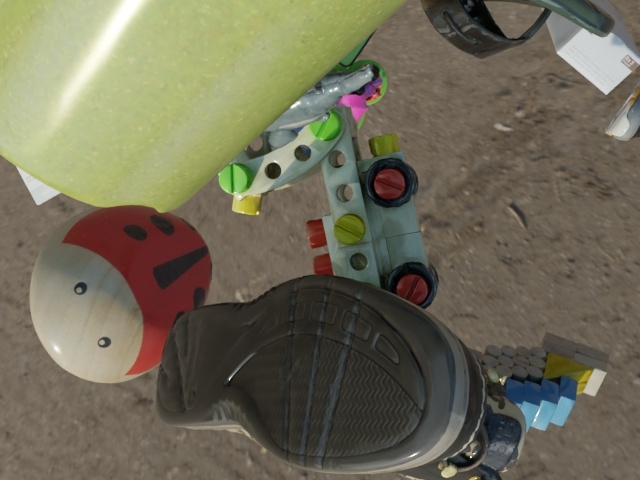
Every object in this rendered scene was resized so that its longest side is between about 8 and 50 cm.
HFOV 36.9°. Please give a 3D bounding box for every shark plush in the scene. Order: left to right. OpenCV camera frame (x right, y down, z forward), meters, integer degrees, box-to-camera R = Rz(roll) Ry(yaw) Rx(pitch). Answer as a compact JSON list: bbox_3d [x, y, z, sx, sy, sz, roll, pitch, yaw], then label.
[{"bbox_3d":[-0.020,-0.105,0.769,0.161,0.067,0.073,4,107,36],"label":"shark plush"}]

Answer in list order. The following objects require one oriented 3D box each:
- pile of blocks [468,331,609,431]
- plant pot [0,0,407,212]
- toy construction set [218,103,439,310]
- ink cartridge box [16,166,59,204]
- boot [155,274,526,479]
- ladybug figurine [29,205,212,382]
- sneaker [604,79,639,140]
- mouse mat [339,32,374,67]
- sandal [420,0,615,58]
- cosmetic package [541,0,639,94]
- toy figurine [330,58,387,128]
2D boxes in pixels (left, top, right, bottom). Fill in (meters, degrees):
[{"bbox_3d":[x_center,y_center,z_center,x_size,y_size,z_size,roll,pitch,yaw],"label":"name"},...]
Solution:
[{"bbox_3d":[0.190,0.202,1.129,0.362,0.149,0.113,-1,125,-24],"label":"pile of blocks"},{"bbox_3d":[-0.072,-0.160,0.514,0.276,0.276,0.254,38,116,-9],"label":"plant pot"},{"bbox_3d":[0.000,0.000,0.961,0.215,0.151,0.328,-12,107,10],"label":"toy construction set"},{"bbox_3d":[-0.383,-0.214,1.447,0.275,0.060,0.239,-23,100,30],"label":"ink cartridge box"},{"bbox_3d":[0.061,0.134,0.792,0.284,0.377,0.138,19,71,-32],"label":"boot"},{"bbox_3d":[-0.323,0.073,1.696,0.161,0.449,0.305,-20,102,25],"label":"ladybug figurine"},{"bbox_3d":[0.445,-0.166,1.247,0.083,0.215,0.084,46,133,18],"label":"sneaker"},{"bbox_3d":[0.038,-0.359,1.483,0.007,0.189,0.153,27,102,-44],"label":"mouse mat"},{"bbox_3d":[0.143,-0.227,0.954,0.302,0.120,0.086,15,102,30],"label":"sandal"},{"bbox_3d":[0.435,-0.343,1.562,0.117,0.231,0.085,36,121,-17],"label":"cosmetic package"},{"bbox_3d":[0.046,-0.217,1.451,0.173,0.159,0.130,-29,102,-8],"label":"toy figurine"}]
